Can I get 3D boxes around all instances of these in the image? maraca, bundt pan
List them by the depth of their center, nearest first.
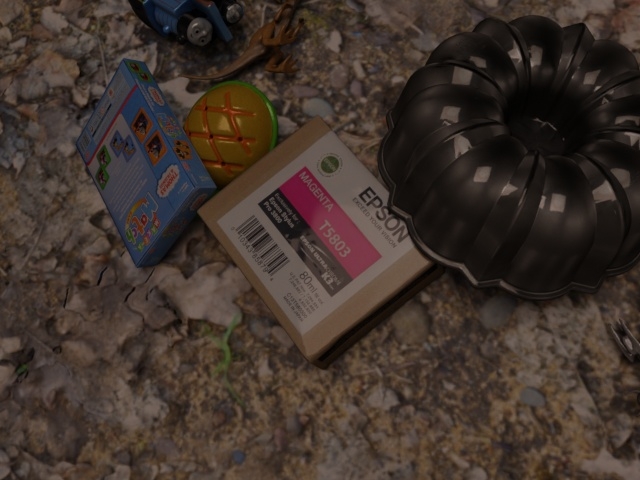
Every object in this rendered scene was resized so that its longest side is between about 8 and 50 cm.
[{"bbox_3d":[0.231,-0.109,0.693,0.330,0.124,0.331,1,65,-3],"label":"bundt pan"},{"bbox_3d":[-0.128,-0.114,0.828,0.127,0.099,0.186,41,107,14],"label":"maraca"}]

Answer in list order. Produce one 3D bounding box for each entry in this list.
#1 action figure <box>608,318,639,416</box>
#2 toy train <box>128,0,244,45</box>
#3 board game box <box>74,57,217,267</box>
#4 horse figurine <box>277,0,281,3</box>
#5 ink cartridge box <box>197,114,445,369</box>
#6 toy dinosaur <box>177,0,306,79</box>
[{"bbox_3d":[0.427,0.086,0.655,0.285,0.099,0.185,-39,79,2],"label":"action figure"},{"bbox_3d":[-0.185,-0.326,0.898,0.105,0.080,0.184,-46,56,-8],"label":"toy train"},{"bbox_3d":[-0.230,-0.097,0.828,0.160,0.039,0.212,-45,65,33],"label":"board game box"},{"bbox_3d":[-0.068,-0.468,0.939,0.174,0.066,0.263,36,85,13],"label":"horse figurine"},{"bbox_3d":[0.000,0.000,0.769,0.193,0.088,0.235,-40,70,-2],"label":"ink cartridge box"},{"bbox_3d":[-0.081,-0.263,0.892,0.211,0.064,0.112,-45,44,-6],"label":"toy dinosaur"}]
